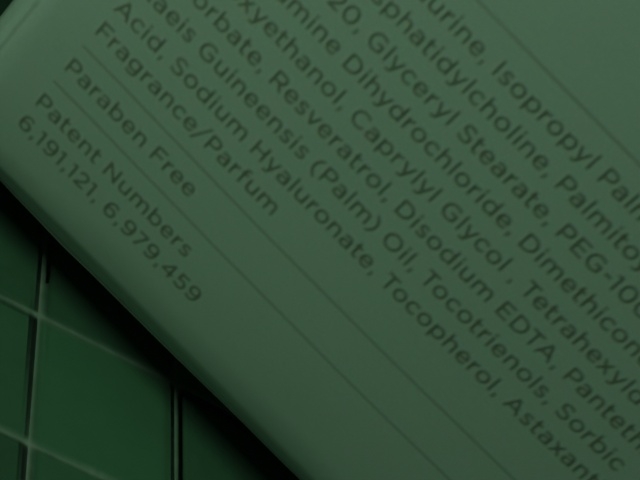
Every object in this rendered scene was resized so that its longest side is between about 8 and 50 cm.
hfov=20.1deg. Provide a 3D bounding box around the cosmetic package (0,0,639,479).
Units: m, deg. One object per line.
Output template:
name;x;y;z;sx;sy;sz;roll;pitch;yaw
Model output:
cosmetic package;0.136;-0.110;0.715;0.327;0.393;0.329;46;33;-2
